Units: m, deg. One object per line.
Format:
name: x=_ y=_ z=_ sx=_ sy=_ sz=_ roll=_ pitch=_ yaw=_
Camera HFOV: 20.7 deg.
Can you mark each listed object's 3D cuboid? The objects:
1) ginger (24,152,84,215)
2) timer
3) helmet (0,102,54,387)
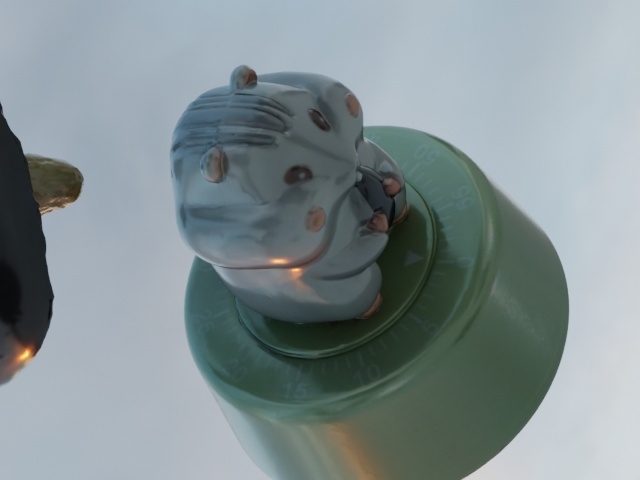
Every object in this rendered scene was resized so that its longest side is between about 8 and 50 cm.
ginger: x=-0.333 y=-0.020 z=1.222 sx=0.081 sy=0.333 sz=0.148 roll=-87 pitch=-13 yaw=-54
timer: x=0.000 y=0.000 z=1.265 sx=0.315 sy=0.290 sz=0.291 roll=54 pitch=-127 yaw=-49
helmet: x=-0.255 y=-0.012 z=0.764 sx=0.160 sy=0.279 sz=0.231 roll=-21 pitch=-66 yaw=-38
